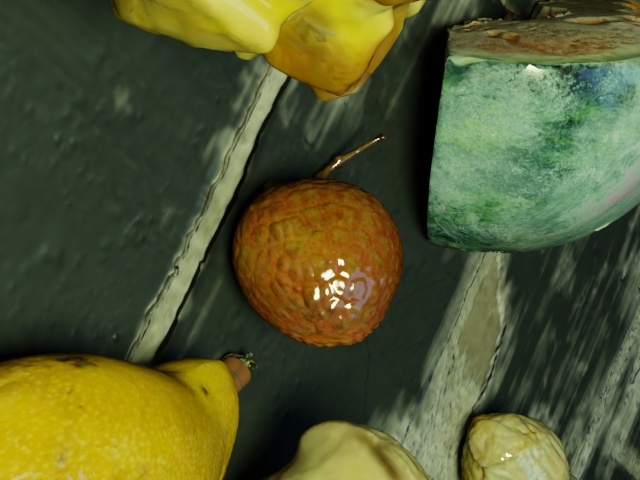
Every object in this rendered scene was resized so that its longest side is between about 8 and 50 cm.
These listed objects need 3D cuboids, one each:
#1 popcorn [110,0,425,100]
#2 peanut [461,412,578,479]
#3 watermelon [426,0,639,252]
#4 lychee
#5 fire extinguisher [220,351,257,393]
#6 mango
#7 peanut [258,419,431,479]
[{"bbox_3d":[-0.016,-0.224,0.691,0.225,0.265,0.332,-27,107,-42],"label":"popcorn"},{"bbox_3d":[0.171,0.206,1.290,0.087,0.087,0.206,-60,145,-20],"label":"peanut"},{"bbox_3d":[0.196,-0.072,1.129,0.322,0.175,0.188,-26,123,-48],"label":"watermelon"},{"bbox_3d":[0.001,0.006,0.955,0.114,0.140,0.101,-2,114,-16],"label":"lychee"},{"bbox_3d":[-0.066,0.094,0.957,0.083,0.022,0.028,-46,176,-37],"label":"fire extinguisher"},{"bbox_3d":[-0.122,0.129,0.804,0.262,0.109,0.157,-11,116,-52],"label":"mango"},{"bbox_3d":[-0.008,0.265,0.991,0.174,0.158,0.340,-100,-169,-76],"label":"peanut"}]
